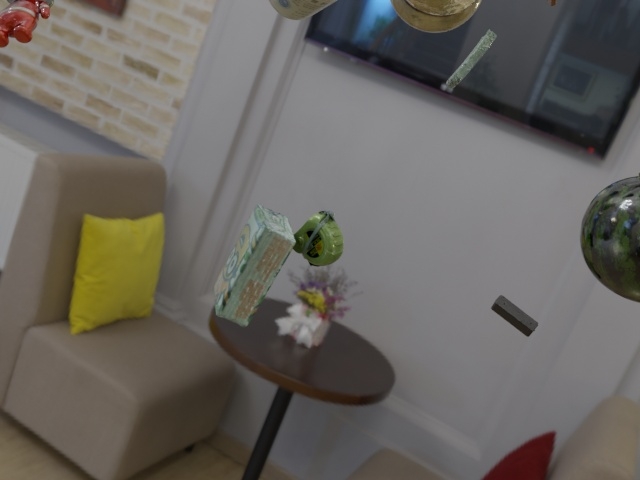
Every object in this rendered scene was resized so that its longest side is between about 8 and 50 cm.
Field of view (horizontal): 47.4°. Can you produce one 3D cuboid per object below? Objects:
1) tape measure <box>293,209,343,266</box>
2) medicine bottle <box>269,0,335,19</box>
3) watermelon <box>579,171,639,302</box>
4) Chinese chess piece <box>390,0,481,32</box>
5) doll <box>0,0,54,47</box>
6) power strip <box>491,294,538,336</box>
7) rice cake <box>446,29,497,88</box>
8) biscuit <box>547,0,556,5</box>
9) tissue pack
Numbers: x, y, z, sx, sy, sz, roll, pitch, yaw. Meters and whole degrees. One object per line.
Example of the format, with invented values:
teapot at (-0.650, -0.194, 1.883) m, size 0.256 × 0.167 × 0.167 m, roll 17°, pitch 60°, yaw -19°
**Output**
tape measure at (0.000, 0.000, 2.151) m, size 0.087 × 0.177 × 0.154 m, roll -14°, pitch 65°, yaw -42°
medicine bottle at (-0.007, -0.674, 1.832) m, size 0.170 × 0.170 × 0.293 m, roll 14°, pitch -10°, yaw -31°
watermelon at (0.633, -0.005, 1.393) m, size 0.268 × 0.269 × 0.269 m, roll 20°, pitch 13°, yaw -5°
Chinese chess piece at (0.303, -0.674, 1.907) m, size 0.257 × 0.257 × 0.104 m, roll 23°, pitch -10°, yaw 4°
doll at (-0.626, -0.500, 1.550) m, size 0.142 × 0.076 × 0.245 m, roll -7°, pitch 47°, yaw 9°
power strip at (0.450, 0.175, 1.690) m, size 0.111 × 0.029 × 0.038 m, roll 39°, pitch 47°, yaw 19°
rice cake at (0.483, -0.579, 2.353) m, size 0.038 × 0.211 × 0.124 m, roll 39°, pitch -1°, yaw -1°
biscuit at (0.629, -0.714, 2.016) m, size 0.019 × 0.131 × 0.102 m, roll -16°, pitch -1°, yaw 11°
tissue pack at (-0.202, 0.071, 2.171) m, size 0.127 × 0.311 × 0.228 m, roll 26°, pitch 13°, yaw -16°
